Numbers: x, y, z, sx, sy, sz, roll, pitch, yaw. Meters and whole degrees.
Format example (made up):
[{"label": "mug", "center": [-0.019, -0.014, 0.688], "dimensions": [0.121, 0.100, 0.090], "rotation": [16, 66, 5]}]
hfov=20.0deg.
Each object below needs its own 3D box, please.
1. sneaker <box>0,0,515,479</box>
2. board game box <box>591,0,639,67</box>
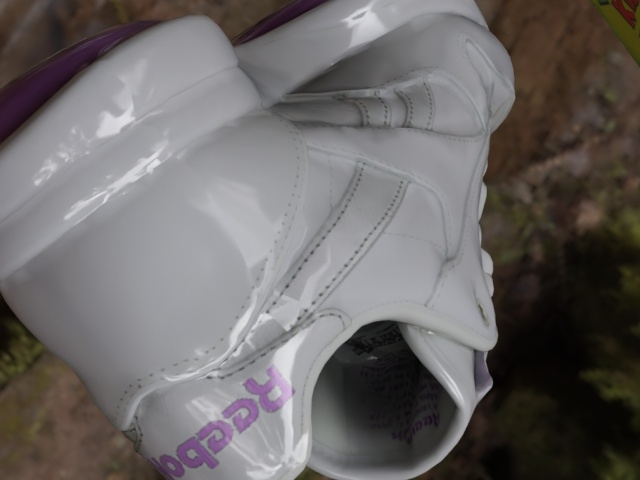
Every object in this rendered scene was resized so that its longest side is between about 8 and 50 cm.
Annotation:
[{"label": "sneaker", "center": [0.000, 0.000, 0.583], "dimensions": [0.114, 0.152, 0.305], "rotation": [-38, 175, 28]}, {"label": "board game box", "center": [0.173, -0.145, 0.940], "dimensions": [0.043, 0.181, 0.092], "rotation": [-30, 166, -15]}]
